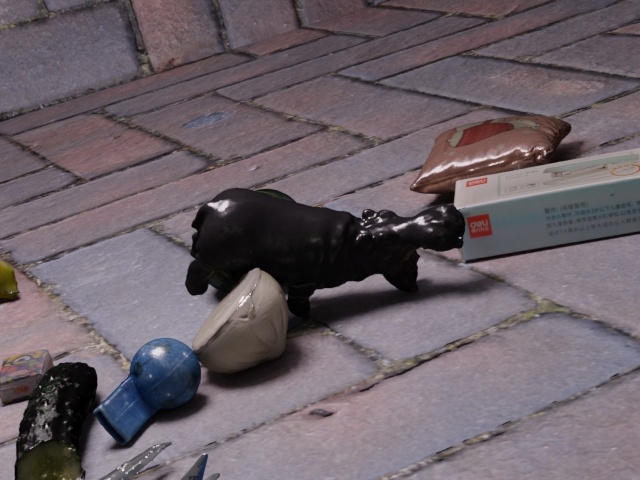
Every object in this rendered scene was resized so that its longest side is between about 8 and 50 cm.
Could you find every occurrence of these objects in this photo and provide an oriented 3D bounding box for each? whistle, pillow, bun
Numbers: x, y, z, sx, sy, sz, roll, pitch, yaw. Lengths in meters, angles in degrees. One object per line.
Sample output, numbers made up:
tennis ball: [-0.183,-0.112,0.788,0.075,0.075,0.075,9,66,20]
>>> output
whistle: [-0.185,0.160,1.624,0.090,0.090,0.158,-6,19,22]
pillow: [0.261,-0.135,2.176,0.223,0.084,0.236,-8,15,20]
bun: [-0.084,0.108,1.705,0.138,0.094,0.138,-47,12,14]

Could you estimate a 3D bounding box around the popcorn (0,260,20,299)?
popcorn: [-0.644,0.010,2.111,0.321,0.290,0.325,-23,1,-20]

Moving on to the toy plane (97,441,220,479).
toy plane: [-0.208,0.256,1.398,0.226,0.058,0.226,-14,19,11]

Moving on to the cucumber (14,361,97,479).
cucumber: [-0.296,0.199,1.604,0.081,0.072,0.303,28,12,-14]

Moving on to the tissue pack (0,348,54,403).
tissue pack: [-0.374,0.172,1.808,0.063,0.035,0.083,-13,20,1]

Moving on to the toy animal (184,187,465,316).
toy animal: [0.004,0.012,1.791,0.343,0.168,0.106,2,47,-5]

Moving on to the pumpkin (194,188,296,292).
pumpkin: [-0.092,0.000,1.956,0.125,0.167,0.167,40,38,11]

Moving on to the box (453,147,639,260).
box: [0.308,-0.048,1.889,0.269,0.079,0.135,-10,18,11]
